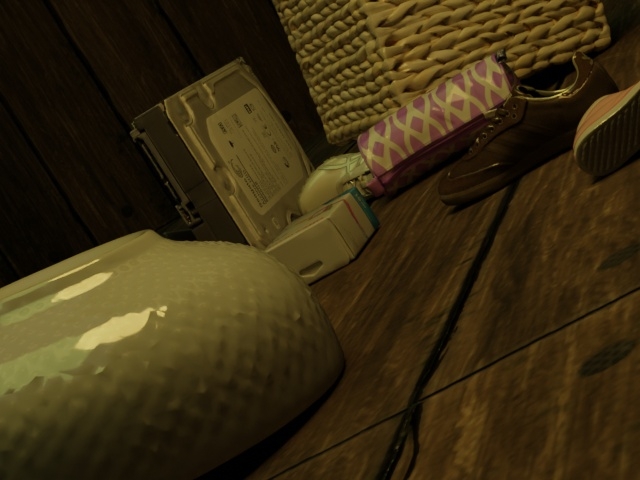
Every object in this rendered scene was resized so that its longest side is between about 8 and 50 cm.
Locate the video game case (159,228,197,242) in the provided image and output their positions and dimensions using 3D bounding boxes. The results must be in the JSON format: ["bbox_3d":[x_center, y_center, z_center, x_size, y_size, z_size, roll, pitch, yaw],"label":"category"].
[{"bbox_3d":[-0.219,0.031,2.067,0.196,0.026,0.274,-8,-13,-44],"label":"video game case"}]

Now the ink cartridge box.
[{"bbox_3d":[0.000,0.000,1.471,0.088,0.052,0.122,-30,9,20],"label":"ink cartridge box"}]

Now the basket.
[{"bbox_3d":[0.146,-0.303,1.860,0.328,0.266,0.331,-22,3,-18],"label":"basket"}]

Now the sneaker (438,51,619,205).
[{"bbox_3d":[0.177,-0.100,1.306,0.188,0.071,0.066,-29,8,22],"label":"sneaker"}]

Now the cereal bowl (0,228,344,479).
[{"bbox_3d":[-0.162,0.087,1.010,0.339,0.141,0.339,-23,5,2],"label":"cereal bowl"}]

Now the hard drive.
[{"bbox_3d":[-0.105,-0.097,1.856,0.064,0.237,0.339,-30,6,21],"label":"hard drive"}]

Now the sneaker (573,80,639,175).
[{"bbox_3d":[0.246,-0.102,1.093,0.134,0.051,0.070,-35,11,15],"label":"sneaker"}]

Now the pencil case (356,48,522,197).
[{"bbox_3d":[0.140,-0.127,1.648,0.206,0.086,0.088,-31,40,17],"label":"pencil case"}]

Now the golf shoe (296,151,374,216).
[{"bbox_3d":[0.049,-0.076,1.752,0.176,0.069,0.086,-33,13,3],"label":"golf shoe"}]
